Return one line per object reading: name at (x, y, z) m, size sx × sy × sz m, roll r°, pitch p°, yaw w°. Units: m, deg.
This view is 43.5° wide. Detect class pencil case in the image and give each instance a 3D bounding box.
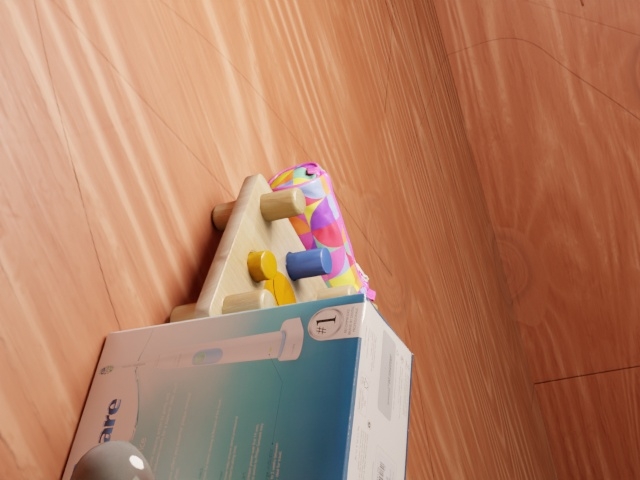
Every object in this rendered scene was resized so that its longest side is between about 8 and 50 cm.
pencil case at (0.000, 0.000, 1.217) m, size 0.236 × 0.104 × 0.104 m, roll 67°, pitch 27°, yaw -24°

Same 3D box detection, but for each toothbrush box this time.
toothbrush box at (-0.077, 0.187, 0.739) m, size 0.126 × 0.296 × 0.216 m, roll 53°, pitch 35°, yaw -45°

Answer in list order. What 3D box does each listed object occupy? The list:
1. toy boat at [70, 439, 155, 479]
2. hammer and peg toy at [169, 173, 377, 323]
toy boat at (-0.189, 0.311, 0.579) m, size 0.318 × 0.148 × 0.267 m, roll -60°, pitch 142°, yaw -6°
hammer and peg toy at (-0.038, 0.119, 1.054) m, size 0.266 × 0.127 × 0.361 m, roll -77°, pitch 146°, yaw -45°
